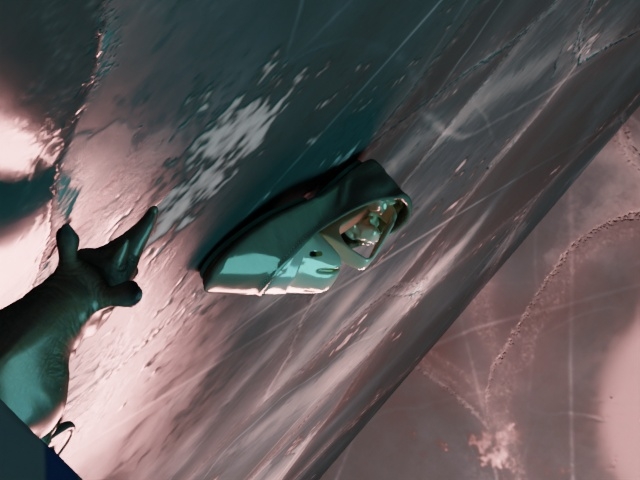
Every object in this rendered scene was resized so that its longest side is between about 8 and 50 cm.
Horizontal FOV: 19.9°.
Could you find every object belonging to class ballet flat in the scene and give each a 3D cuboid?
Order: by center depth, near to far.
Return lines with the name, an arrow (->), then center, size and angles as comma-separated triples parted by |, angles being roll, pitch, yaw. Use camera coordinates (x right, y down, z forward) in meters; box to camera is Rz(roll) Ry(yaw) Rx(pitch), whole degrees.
ballet flat -> 0.000, 0.000, 1.289 | 0.213, 0.068, 0.072 | -33, 163, -51

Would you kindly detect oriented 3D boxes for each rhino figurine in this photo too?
rhino figurine -> -0.162, 0.074, 0.910 | 0.243, 0.073, 0.106 | -47, 173, -8

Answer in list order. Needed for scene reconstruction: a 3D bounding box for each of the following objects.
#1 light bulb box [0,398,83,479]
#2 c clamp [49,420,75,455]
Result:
light bulb box -> -0.189, 0.149, 0.279 | 0.225, 0.361, 0.358 | -53, 168, 24
c clamp -> -0.219, 0.175, 1.219 | 0.160, 0.022, 0.137 | -55, 172, 31
